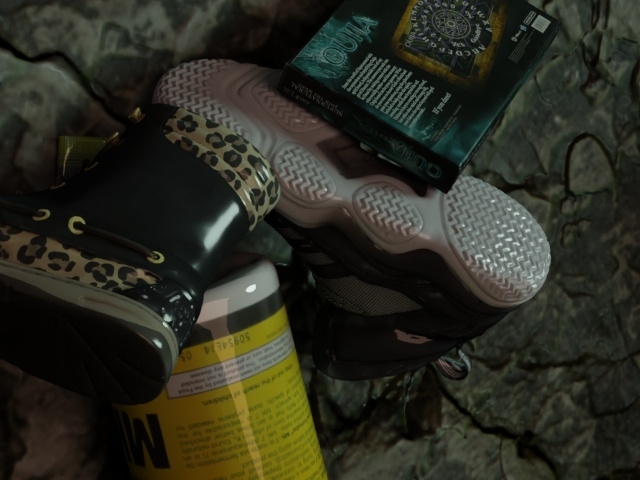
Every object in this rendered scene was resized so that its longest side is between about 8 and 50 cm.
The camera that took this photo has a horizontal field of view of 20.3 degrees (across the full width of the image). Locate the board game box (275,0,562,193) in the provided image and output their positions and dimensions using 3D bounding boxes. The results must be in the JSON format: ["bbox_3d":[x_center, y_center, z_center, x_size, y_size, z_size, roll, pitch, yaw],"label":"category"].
[{"bbox_3d":[0.067,-0.119,1.146,0.126,0.026,0.186,32,45,6],"label":"board game box"}]

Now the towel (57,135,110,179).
[{"bbox_3d":[-0.137,-0.022,1.099,0.060,0.009,0.083,1,91,-34],"label":"towel"}]

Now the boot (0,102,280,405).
[{"bbox_3d":[-0.155,-0.016,1.014,0.179,0.236,0.085,-55,162,-44],"label":"boot"}]

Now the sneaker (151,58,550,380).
[{"bbox_3d":[0.000,0.000,1.136,0.268,0.153,0.101,28,43,2],"label":"sneaker"}]

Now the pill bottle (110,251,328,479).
[{"bbox_3d":[-0.061,0.122,1.092,0.119,0.119,0.209,-21,103,-32],"label":"pill bottle"}]
